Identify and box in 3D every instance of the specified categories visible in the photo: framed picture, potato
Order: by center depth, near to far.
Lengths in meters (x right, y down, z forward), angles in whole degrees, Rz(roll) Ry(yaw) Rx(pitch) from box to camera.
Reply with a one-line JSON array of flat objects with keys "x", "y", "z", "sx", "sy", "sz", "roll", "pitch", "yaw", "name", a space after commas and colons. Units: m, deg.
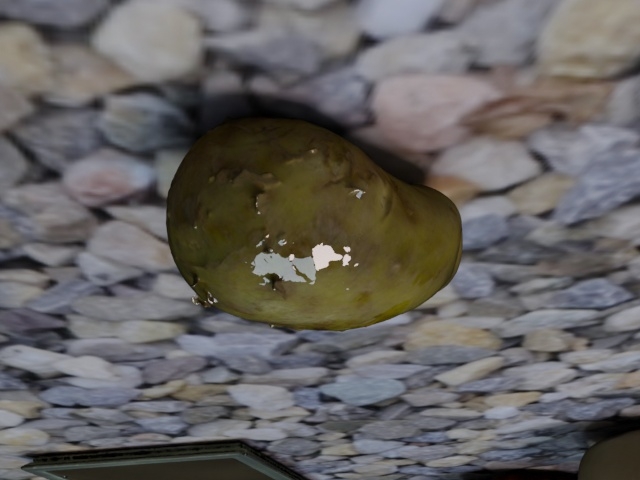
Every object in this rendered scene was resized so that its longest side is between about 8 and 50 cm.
[{"x": 0.000, "y": 0.000, "z": 0.469, "sx": 0.092, "sy": 0.070, "sz": 0.138, "roll": -16, "pitch": 155, "yaw": 38, "name": "potato"}, {"x": -0.128, "y": 0.228, "z": 1.158, "sx": 0.217, "sy": 0.017, "sz": 0.274, "roll": -6, "pitch": 159, "yaw": 12, "name": "framed picture"}]

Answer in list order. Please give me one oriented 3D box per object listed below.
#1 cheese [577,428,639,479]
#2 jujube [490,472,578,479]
[{"x": 0.327, "y": 0.211, "z": 0.996, "sx": 0.235, "sy": 0.117, "sz": 0.218, "roll": 12, "pitch": 154, "yaw": -38, "name": "cheese"}, {"x": 0.244, "y": 0.326, "z": 1.225, "sx": 0.250, "sy": 0.174, "sz": 0.174, "roll": 15, "pitch": 154, "yaw": -35, "name": "jujube"}]
